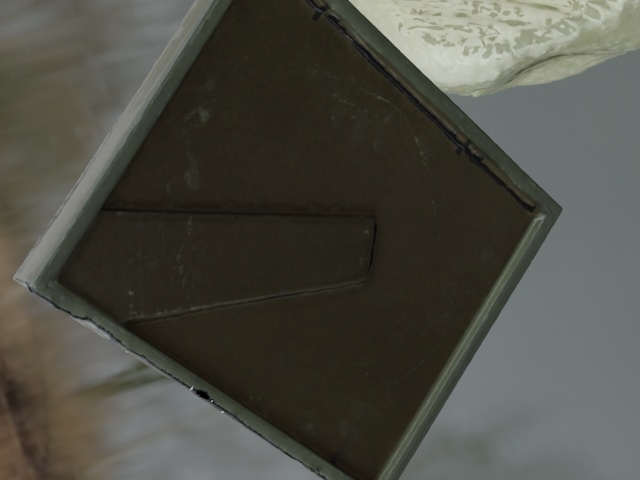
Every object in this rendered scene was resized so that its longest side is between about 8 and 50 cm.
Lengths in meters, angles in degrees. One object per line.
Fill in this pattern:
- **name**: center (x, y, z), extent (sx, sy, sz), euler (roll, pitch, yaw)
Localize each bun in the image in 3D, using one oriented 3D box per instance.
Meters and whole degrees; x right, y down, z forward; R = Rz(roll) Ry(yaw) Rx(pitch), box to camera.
- **bun**: center (0.163, -0.297, 1.396), extent (0.227, 0.348, 0.353), euler (-34, -48, -67)

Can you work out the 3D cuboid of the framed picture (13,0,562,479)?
- **framed picture**: center (0.000, 0.000, 1.034), extent (0.022, 0.247, 0.335), euler (24, 170, 48)
